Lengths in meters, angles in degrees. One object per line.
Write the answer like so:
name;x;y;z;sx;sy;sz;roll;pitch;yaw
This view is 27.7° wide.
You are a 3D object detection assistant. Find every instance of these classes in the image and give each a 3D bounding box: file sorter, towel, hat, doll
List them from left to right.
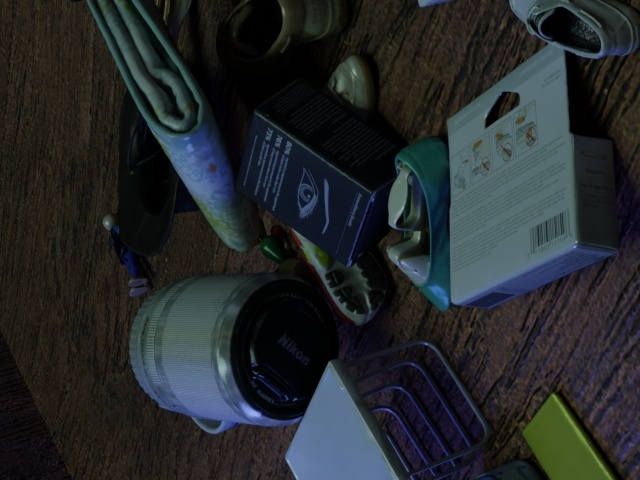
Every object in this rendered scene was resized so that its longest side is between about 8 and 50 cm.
doll;-0.410;0.018;2.716;0.129;0.046;0.189;99;150;-57
hat;-0.246;-0.134;2.226;0.331;0.134;0.331;-10;78;58
towel;-0.208;-0.200;1.885;0.374;0.090;0.320;62;180;32
file sorter;0.094;0.292;1.815;0.193;0.173;0.277;58;150;26
towel;0.330;0.301;1.555;0.237;0.021;0.102;58;144;27

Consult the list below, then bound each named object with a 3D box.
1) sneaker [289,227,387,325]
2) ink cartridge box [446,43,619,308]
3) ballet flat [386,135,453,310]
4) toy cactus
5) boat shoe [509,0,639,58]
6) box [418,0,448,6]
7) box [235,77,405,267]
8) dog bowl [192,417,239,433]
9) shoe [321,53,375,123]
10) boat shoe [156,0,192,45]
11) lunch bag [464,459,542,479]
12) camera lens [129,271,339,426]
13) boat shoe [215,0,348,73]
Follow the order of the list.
sneaker;0.000;0.000;1.895;0.118;0.107;0.279;119;131;-68
ink cartridge box;0.231;-0.068;1.471;0.275;0.060;0.238;145;129;-62
ballet flat;0.124;-0.015;1.664;0.083;0.087;0.247;40;139;54
toy cactus;-0.062;0.055;2.020;0.180;0.112;0.219;157;97;-71
boat shoe;0.247;-0.227;1.334;0.184;0.063;0.066;42;141;44
box;0.153;-0.355;1.400;0.130;0.091;0.170;-10;97;62
box;0.005;-0.091;1.741;0.207;0.108;0.153;36;138;15
dog bowl;-0.192;0.212;2.370;0.265;0.104;0.265;40;140;46
shoe;0.024;-0.165;1.788;0.076;0.058;0.219;56;149;29
boat shoe;-0.266;-0.348;2.137;0.063;0.059;0.170;27;99;58
lunch bag;0.253;0.403;1.685;0.219;0.090;0.176;65;149;10
camera lens;-0.125;0.157;1.910;0.274;0.219;0.219;-3;104;49
boat shoe;-0.087;-0.308;1.850;0.341;0.110;0.121;-15;93;63
